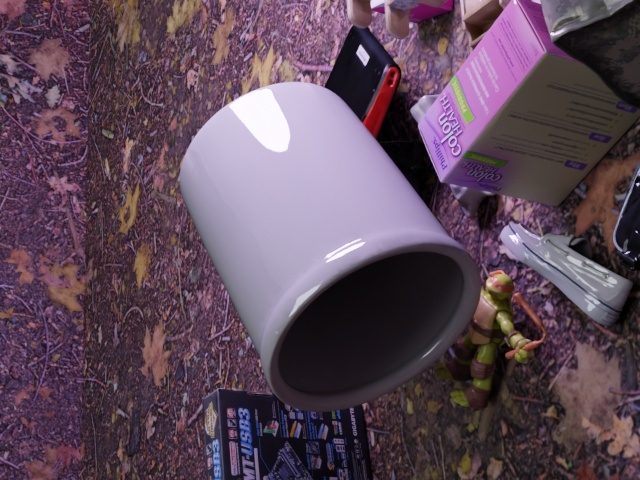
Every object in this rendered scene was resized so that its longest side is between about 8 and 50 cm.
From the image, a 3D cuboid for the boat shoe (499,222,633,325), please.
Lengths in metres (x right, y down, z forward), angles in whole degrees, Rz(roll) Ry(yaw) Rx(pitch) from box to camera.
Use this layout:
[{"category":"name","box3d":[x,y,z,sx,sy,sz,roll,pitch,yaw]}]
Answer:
[{"category":"boat shoe","box3d":[0.342,0.027,1.488,0.226,0.083,0.076,45,109,41]}]

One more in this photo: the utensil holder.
[{"category":"utensil holder","box3d":[0.000,0.000,1.596,0.327,0.328,0.385,-60,43,31]}]

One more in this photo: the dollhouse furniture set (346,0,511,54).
[{"category":"dollhouse furniture set","box3d":[0.189,-0.364,1.677,0.212,0.242,0.161,-30,57,54]}]

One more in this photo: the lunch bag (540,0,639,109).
[{"category":"lunch bag","box3d":[0.381,-0.306,1.316,0.169,0.287,0.235,-27,59,31]}]

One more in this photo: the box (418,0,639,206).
[{"category":"box","box3d":[0.294,-0.181,1.475,0.243,0.214,0.117,-55,39,38]}]

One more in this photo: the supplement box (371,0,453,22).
[{"category":"supplement box","box3d":[0.164,-0.505,1.888,0.114,0.111,0.220,-8,75,59]}]

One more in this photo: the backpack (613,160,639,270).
[{"category":"backpack","box3d":[0.464,-0.068,1.179,0.225,0.191,0.253,39,123,54]}]

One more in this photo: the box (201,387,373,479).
[{"category":"box","box3d":[-0.048,0.404,1.810,0.073,0.293,0.295,-41,49,48]}]

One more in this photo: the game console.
[{"category":"game console","box3d":[0.043,-0.200,1.974,0.386,0.060,0.342,-109,42,-67]}]

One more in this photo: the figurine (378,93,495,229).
[{"category":"figurine","box3d":[0.189,-0.103,1.774,0.215,0.092,0.209,-46,53,43]}]

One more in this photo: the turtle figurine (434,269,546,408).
[{"category":"turtle figurine","box3d":[0.238,0.124,1.613,0.269,0.087,0.217,46,129,44]}]
